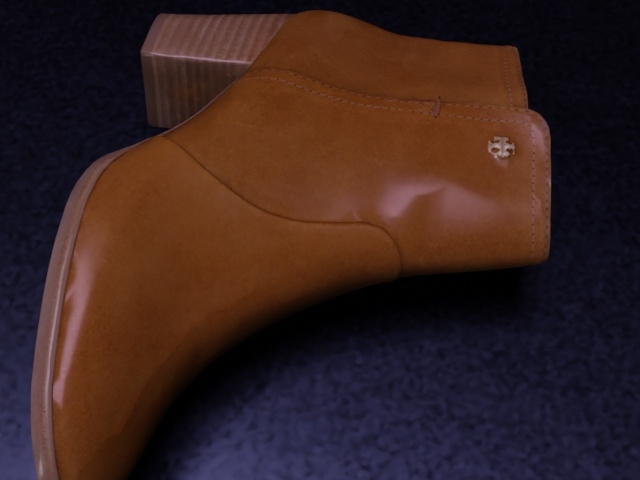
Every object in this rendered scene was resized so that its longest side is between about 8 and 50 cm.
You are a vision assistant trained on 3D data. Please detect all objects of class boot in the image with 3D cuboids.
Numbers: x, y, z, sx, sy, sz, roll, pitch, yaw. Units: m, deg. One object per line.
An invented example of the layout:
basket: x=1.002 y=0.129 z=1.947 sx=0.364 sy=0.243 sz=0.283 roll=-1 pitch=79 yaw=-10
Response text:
boot: x=0.000 y=0.000 z=0.539 sx=0.211 sy=0.104 sz=0.295 roll=7 pitch=54 yaw=5
